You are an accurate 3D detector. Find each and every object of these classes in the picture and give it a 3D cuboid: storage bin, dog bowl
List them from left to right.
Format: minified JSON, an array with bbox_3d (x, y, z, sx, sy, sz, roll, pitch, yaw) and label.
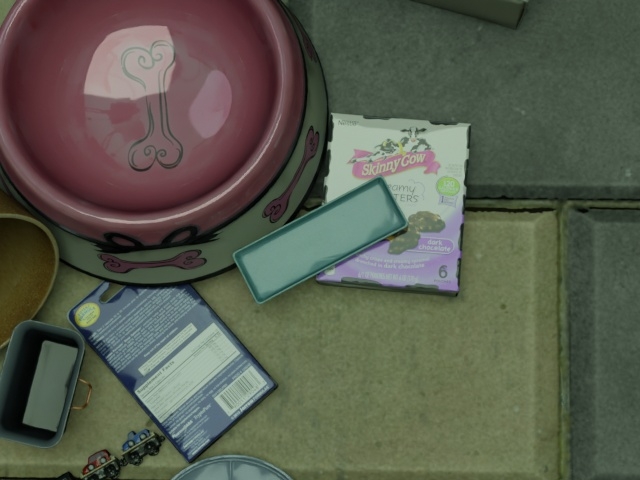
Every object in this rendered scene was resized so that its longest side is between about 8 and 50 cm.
[{"bbox_3d":[-0.306,0.165,1.737,0.098,0.091,0.135,13,84,4],"label":"storage bin"},{"bbox_3d":[-0.194,-0.160,1.729,0.408,0.150,0.408,0,77,2],"label":"dog bowl"}]

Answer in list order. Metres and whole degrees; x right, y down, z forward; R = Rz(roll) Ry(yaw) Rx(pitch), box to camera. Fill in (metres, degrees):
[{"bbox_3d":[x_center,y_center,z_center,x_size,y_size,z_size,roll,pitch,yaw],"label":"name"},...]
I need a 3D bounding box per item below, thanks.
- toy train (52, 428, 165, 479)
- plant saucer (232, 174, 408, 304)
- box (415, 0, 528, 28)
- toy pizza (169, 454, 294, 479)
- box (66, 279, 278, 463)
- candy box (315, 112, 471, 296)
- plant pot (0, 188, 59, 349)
[{"bbox_3d":[-0.251,0.260,1.757,0.158,0.027,0.036,-30,72,-1],"label":"toy train"},{"bbox_3d":[0.000,0.000,1.715,0.192,0.018,0.067,-28,82,0],"label":"plant saucer"},{"bbox_3d":[0.196,-0.384,1.771,0.148,0.127,0.232,17,84,5],"label":"box"},{"bbox_3d":[-0.100,0.344,1.737,0.201,0.032,0.201,0,82,1],"label":"toy pizza"},{"bbox_3d":[-0.172,0.127,1.764,0.136,0.036,0.225,-41,82,-3],"label":"box"},{"bbox_3d":[0.084,-0.041,1.759,0.165,0.070,0.196,4,84,3],"label":"candy box"},{"bbox_3d":[-0.458,-0.013,1.709,0.237,0.237,0.254,-42,60,-3],"label":"plant pot"}]
